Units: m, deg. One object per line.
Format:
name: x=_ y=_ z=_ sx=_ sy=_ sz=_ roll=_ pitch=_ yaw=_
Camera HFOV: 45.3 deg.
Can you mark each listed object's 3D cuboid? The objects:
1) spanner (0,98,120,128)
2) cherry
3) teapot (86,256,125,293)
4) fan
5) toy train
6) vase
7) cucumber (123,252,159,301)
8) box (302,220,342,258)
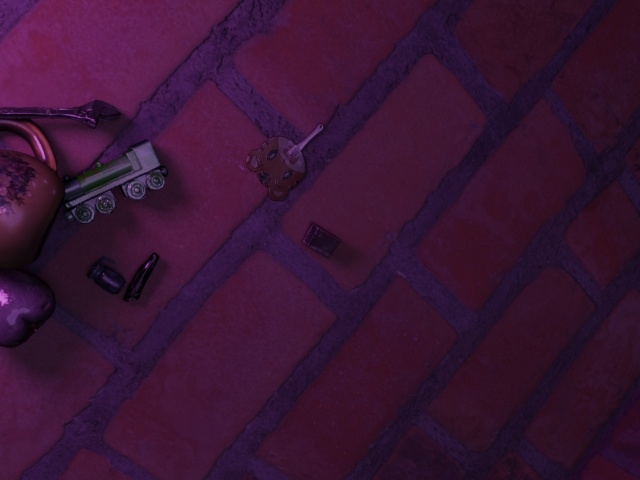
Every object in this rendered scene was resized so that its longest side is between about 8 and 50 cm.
spanner: x=-0.586 y=-0.272 z=1.624 sx=0.325 sy=0.093 sz=0.026 roll=-3 pitch=132 yaw=-27
cherry: x=-0.669 y=0.144 z=1.654 sx=0.176 sy=0.140 sz=0.176 roll=2 pitch=81 yaw=-11
teapot: x=-0.490 y=0.081 z=1.772 sx=0.083 sy=0.049 sz=0.063 roll=40 pitch=83 yaw=-26
fan: x=-0.073 y=-0.216 z=1.929 sx=0.226 sy=0.008 sz=0.152 roll=-43 pitch=115 yaw=-10
toy train: x=-0.468 y=-0.129 z=1.724 sx=0.251 sy=0.085 sz=0.119 roll=-28 pitch=106 yaw=-20
vase: x=-0.679 y=-0.123 z=1.567 sx=0.302 sy=0.241 sz=0.329 roll=24 pitch=62 yaw=-14
cucumber: x=-0.425 y=0.086 z=1.813 sx=0.034 sy=0.033 sz=0.135 roll=24 pitch=92 yaw=-33
box: x=0.000 y=0.000 z=1.984 sx=0.084 sy=0.060 sz=0.063 roll=31 pitch=95 yaw=-28
